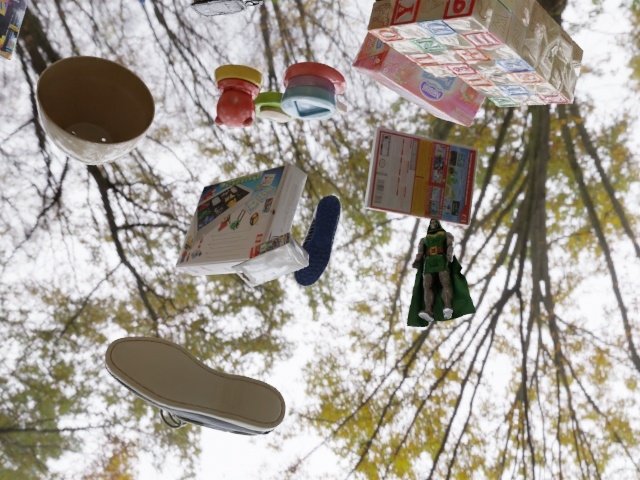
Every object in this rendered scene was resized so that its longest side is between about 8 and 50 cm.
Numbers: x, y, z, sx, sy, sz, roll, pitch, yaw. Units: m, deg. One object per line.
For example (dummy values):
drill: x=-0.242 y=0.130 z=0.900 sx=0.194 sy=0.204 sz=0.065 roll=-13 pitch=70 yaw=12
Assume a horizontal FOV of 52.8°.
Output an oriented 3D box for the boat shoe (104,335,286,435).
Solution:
boat shoe: x=-0.173 y=0.204 z=0.875 sx=0.254 sy=0.079 sz=0.095 roll=21 pitch=-133 yaw=-19

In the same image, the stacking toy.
stacking toy: x=-0.084 y=-0.310 z=1.559 sx=0.308 sy=0.279 sz=0.130 roll=1 pitch=-102 yaw=18

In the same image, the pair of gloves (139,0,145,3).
pair of gloves: x=-0.287 y=-0.519 z=1.132 sx=0.023 sy=0.159 sz=0.198 roll=40 pitch=-105 yaw=25

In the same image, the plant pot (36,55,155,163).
plant pot: x=-0.591 y=-0.306 z=1.678 sx=0.284 sy=0.191 sz=0.284 roll=14 pitch=-126 yaw=-20

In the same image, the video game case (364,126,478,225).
video game case: x=0.258 y=-0.158 z=1.625 sx=0.285 sy=0.204 sz=0.025 roll=9 pitch=175 yaw=-16

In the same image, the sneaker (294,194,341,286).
sneaker: x=0.000 y=0.000 z=1.587 sx=0.081 sy=0.232 sz=0.090 roll=21 pitch=-174 yaw=5

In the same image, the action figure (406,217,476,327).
action figure: x=0.229 y=0.051 z=1.276 sx=0.137 sy=0.063 sz=0.232 roll=-13 pitch=-131 yaw=22

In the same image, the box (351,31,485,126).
box: x=0.249 y=-0.408 z=1.554 sx=0.142 sy=0.300 sz=0.154 roll=-63 pitch=-150 yaw=8

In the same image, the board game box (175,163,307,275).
board game box: x=-0.162 y=-0.033 z=1.259 sx=0.305 sy=0.053 sz=0.193 roll=-6 pitch=-119 yaw=50

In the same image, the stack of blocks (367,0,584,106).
stack of blocks: x=0.231 y=-0.287 z=0.929 sx=0.171 sy=0.297 sz=0.087 roll=11 pitch=-95 yaw=46

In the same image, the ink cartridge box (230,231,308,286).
ink cartridge box: x=-0.084 y=0.033 z=1.071 sx=0.115 sy=0.063 sz=0.029 roll=-22 pitch=-139 yaw=21

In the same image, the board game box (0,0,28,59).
board game box: x=-0.624 y=-0.429 z=1.178 sx=0.048 sy=0.170 sz=0.141 roll=16 pitch=-90 yaw=18

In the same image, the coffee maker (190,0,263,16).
coffee maker: x=-0.230 y=-0.642 z=1.542 sx=0.171 sy=0.178 sz=0.120 roll=-4 pitch=-179 yaw=-10
